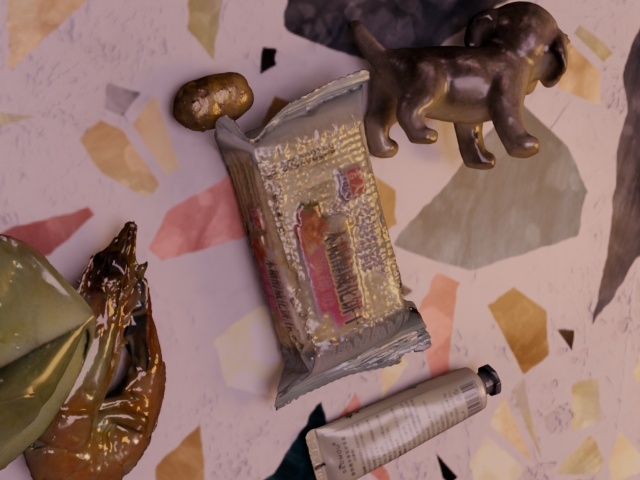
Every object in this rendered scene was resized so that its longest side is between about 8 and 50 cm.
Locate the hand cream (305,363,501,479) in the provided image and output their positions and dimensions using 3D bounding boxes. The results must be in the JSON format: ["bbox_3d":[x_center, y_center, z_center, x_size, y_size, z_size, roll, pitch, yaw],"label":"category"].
[{"bbox_3d":[0.091,0.196,1.459,0.234,0.050,0.080,-22,109,-22],"label":"hand cream"}]

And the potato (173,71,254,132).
[{"bbox_3d":[-0.102,-0.133,1.292,0.083,0.040,0.051,-19,119,-26],"label":"potato"}]

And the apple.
[{"bbox_3d":[-0.302,0.095,1.130,0.188,0.173,0.207,-42,115,-42],"label":"apple"}]

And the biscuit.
[{"bbox_3d":[0.004,-0.001,1.355,0.186,0.079,0.309,-21,106,-25],"label":"biscuit"}]

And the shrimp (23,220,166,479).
[{"bbox_3d":[-0.197,0.113,1.261,0.145,0.061,0.267,9,89,-41],"label":"shrimp"}]

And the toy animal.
[{"bbox_3d":[0.152,-0.158,1.404,0.233,0.121,0.169,-8,85,-20],"label":"toy animal"}]
